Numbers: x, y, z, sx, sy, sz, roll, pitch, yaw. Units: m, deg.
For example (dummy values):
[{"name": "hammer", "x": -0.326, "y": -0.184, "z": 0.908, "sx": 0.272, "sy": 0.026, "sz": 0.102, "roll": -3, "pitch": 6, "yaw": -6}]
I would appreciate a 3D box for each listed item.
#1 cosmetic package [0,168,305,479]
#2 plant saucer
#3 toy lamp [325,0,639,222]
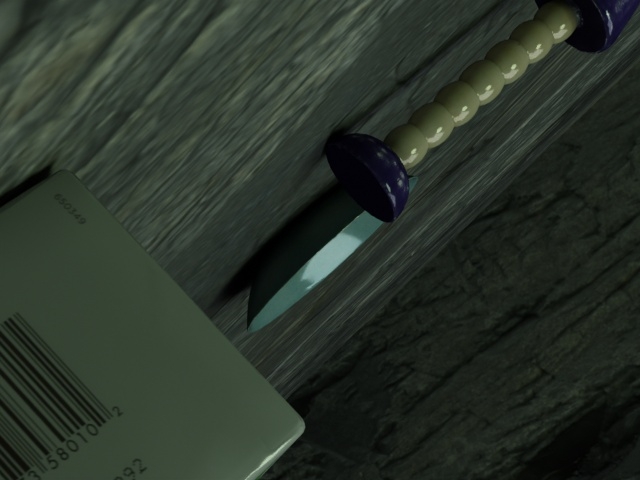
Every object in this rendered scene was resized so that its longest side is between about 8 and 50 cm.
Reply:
[{"name": "cosmetic package", "x": -0.175, "y": 0.148, "z": 0.678, "sx": 0.197, "sy": 0.155, "sz": 0.365, "roll": -40, "pitch": 171, "yaw": -33}, {"name": "plant saucer", "x": 0.000, "y": 0.000, "z": 1.239, "sx": 0.195, "sy": 0.037, "sz": 0.195, "roll": -41, "pitch": 174, "yaw": -6}, {"name": "toy lamp", "x": 0.128, "y": -0.121, "z": 1.045, "sx": 0.275, "sy": 0.080, "sz": 0.080, "roll": -41, "pitch": 173, "yaw": -15}]
